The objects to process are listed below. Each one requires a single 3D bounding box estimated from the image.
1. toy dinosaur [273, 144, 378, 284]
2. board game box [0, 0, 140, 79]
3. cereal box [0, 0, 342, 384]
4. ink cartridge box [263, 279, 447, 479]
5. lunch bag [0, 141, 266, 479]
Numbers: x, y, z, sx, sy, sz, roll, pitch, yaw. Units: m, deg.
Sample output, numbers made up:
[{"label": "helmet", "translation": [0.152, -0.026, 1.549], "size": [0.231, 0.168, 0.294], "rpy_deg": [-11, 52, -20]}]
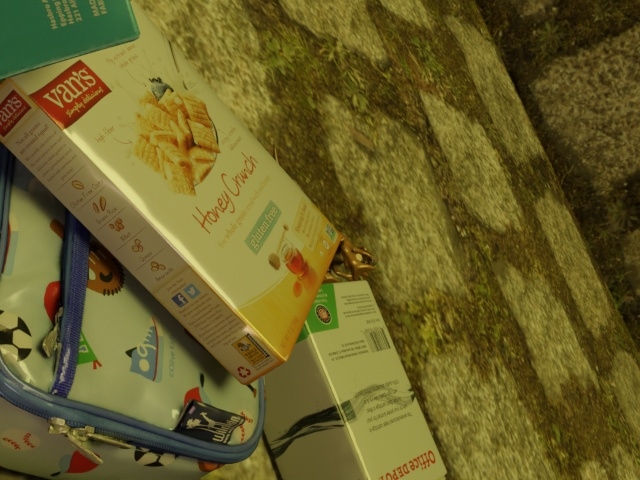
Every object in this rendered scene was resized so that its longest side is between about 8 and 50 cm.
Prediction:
[{"label": "toy dinosaur", "translation": [0.000, 0.000, 0.956], "size": [0.211, 0.064, 0.112], "rpy_deg": [44, 12, -48]}, {"label": "board game box", "translation": [-0.212, -0.234, 0.485], "size": [0.336, 0.079, 0.253], "rpy_deg": [32, -39, 62]}, {"label": "cereal box", "translation": [-0.093, -0.040, 0.588], "size": [0.240, 0.047, 0.173], "rpy_deg": [48, 30, -15]}, {"label": "ink cartridge box", "translation": [0.017, 0.149, 0.794], "size": [0.153, 0.087, 0.208], "rpy_deg": [2, 62, -60]}, {"label": "lunch bag", "translation": [-0.153, 0.024, 0.597], "size": [0.243, 0.115, 0.303], "rpy_deg": [32, 38, -41]}]
